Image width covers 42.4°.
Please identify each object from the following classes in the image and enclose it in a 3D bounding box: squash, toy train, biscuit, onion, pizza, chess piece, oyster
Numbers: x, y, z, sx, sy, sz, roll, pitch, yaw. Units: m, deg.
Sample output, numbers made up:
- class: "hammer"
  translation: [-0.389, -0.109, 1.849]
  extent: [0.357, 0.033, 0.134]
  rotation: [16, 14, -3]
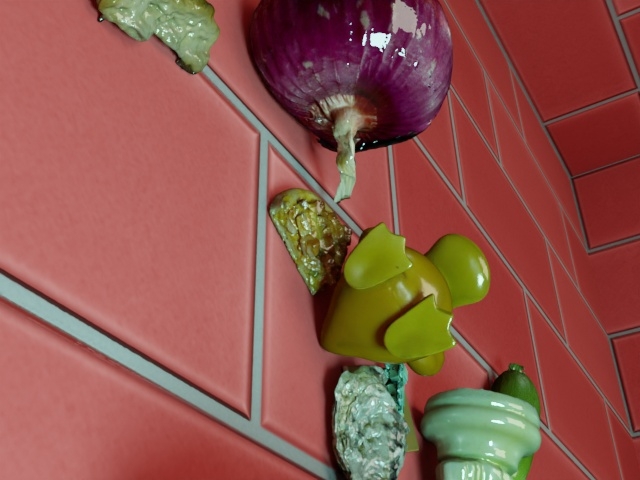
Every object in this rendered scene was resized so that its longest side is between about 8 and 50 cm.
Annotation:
- class: "squash"
  translation: [0.336, 0.323, 1.461]
  extent: [0.101, 0.101, 0.379]
  rotation: [66, 23, -12]
- class: "toy train"
  translation: [0.101, 0.197, 1.104]
  extent: [0.092, 0.029, 0.045]
  rotation: [-82, 154, -48]
- class: "biscuit"
  translation: [-0.166, -0.255, 0.860]
  extent: [0.183, 0.061, 0.118]
  rotation: [11, 62, -62]
- class: "onion"
  translation: [0.044, -0.260, 1.097]
  extent: [0.272, 0.256, 0.230]
  rotation: [59, -1, 32]
- class: "pizza"
  translation: [0.000, -0.001, 1.042]
  extent: [0.175, 0.046, 0.134]
  rotation: [11, 63, -63]
- class: "chess piece"
  translation: [0.206, 0.365, 1.122]
  extent: [0.176, 0.175, 0.298]
  rotation: [46, 47, -43]
- class: "oyster"
  translation: [0.058, 0.234, 0.966]
  extent: [0.125, 0.064, 0.177]
  rotation: [9, 66, -44]

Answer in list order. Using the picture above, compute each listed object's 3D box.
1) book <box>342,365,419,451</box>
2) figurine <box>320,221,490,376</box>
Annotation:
- class: "book"
  translation: [0.082, 0.225, 1.091]
  extent: [0.172, 0.012, 0.118]
  rotation: [19, 55, -60]
- class: "figurine"
  translation: [0.098, 0.077, 1.034]
  extent: [0.228, 0.215, 0.215]
  rotation: [-13, 84, -56]
